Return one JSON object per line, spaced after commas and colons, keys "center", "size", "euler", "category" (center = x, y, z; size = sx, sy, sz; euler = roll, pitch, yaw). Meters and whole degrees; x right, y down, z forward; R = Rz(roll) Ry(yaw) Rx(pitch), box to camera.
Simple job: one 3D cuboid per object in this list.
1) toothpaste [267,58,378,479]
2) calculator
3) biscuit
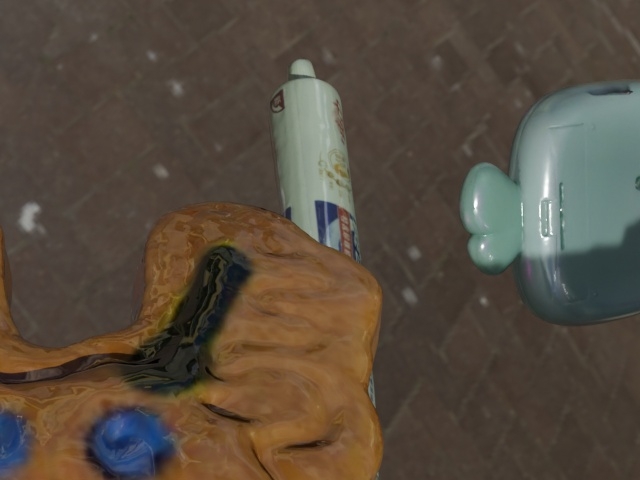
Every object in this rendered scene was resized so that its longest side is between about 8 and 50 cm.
{"center": [0.000, 0.000, 0.679], "size": [0.060, 0.038, 0.233], "euler": [53, 23, -48], "category": "toothpaste"}
{"center": [0.223, -0.029, 1.110], "size": [0.299, 0.041, 0.185], "euler": [-8, 101, -37], "category": "calculator"}
{"center": [-0.066, 0.089, 0.356], "size": [0.202, 0.047, 0.334], "euler": [3, 38, -7], "category": "biscuit"}
